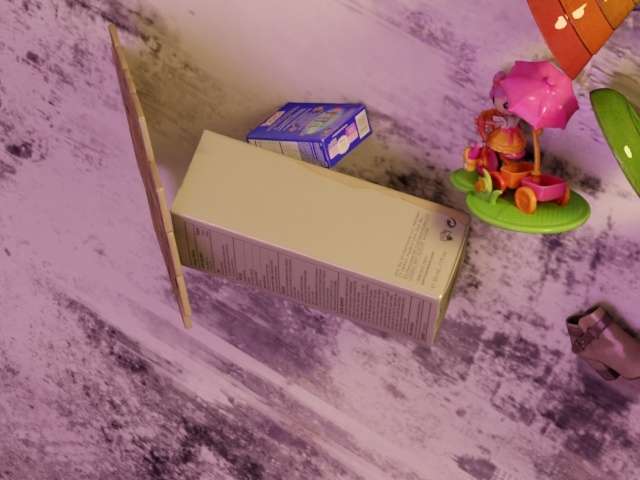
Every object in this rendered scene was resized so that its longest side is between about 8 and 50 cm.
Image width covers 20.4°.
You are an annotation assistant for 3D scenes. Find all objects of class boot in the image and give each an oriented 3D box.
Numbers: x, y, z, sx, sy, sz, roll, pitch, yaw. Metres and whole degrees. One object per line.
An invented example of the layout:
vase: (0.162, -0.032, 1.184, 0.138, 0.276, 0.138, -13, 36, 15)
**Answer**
boot: (0.323, 0.109, 1.946, 0.118, 0.042, 0.087, -21, 107, 45)

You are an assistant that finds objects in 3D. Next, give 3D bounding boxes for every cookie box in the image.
cookie box: (-0.013, -0.118, 1.983, 0.107, 0.092, 0.040, 6, 123, 35)

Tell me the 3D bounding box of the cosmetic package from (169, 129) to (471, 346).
cosmetic package: (0.000, 0.000, 1.968, 0.309, 0.113, 0.160, 19, 158, 7)

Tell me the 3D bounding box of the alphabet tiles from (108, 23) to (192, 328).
alphabet tiles: (-0.196, -0.074, 2.042, 0.011, 0.342, 0.285, -14, 125, -7)

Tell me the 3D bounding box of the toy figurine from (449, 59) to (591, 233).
toy figurine: (0.206, -0.113, 1.830, 0.173, 0.130, 0.159, 34, 129, 48)

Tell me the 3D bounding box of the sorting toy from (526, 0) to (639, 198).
sorting toy: (0.329, -0.135, 1.725, 0.126, 0.127, 0.365, -28, 109, 16)
